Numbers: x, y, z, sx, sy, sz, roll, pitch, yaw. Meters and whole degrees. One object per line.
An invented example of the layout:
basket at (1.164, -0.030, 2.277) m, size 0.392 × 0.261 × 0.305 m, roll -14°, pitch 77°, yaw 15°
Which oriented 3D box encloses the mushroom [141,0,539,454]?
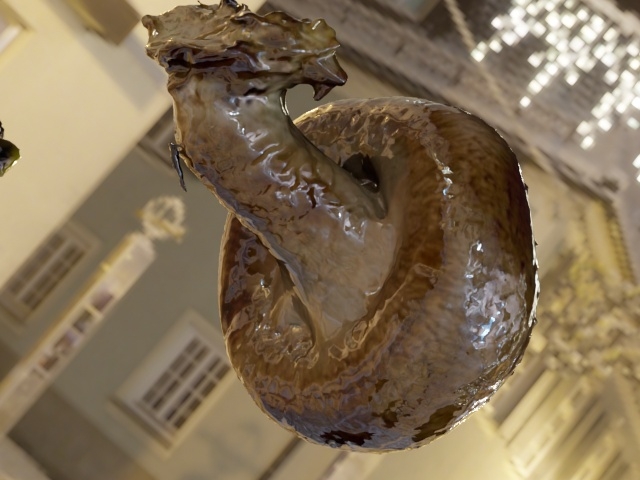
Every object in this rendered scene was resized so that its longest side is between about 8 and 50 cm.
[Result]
mushroom at (0.020, 0.005, 1.216) m, size 0.331 × 0.334 × 0.356 m, roll 12°, pitch -5°, yaw 31°

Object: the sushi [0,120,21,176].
sushi at (-0.299, -0.067, 1.024) m, size 0.172 × 0.153 × 0.150 m, roll -5°, pitch -29°, yaw 6°
